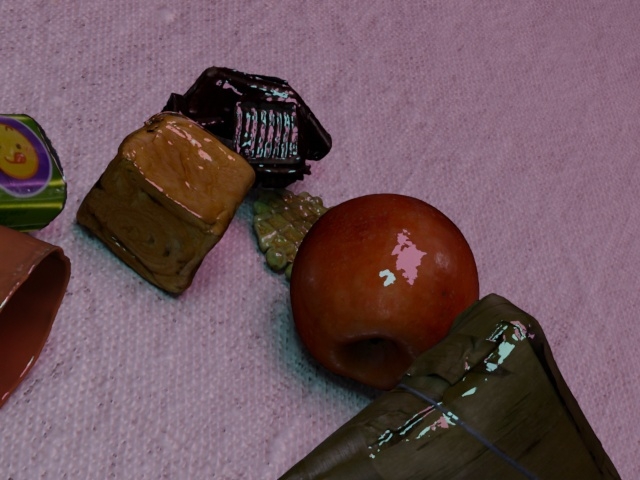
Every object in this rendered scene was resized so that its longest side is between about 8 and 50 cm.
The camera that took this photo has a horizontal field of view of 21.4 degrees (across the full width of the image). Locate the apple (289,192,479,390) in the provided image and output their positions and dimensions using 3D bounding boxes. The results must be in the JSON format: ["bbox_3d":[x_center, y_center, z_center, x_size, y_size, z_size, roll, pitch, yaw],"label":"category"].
[{"bbox_3d":[0.072,0.056,1.914,0.218,0.218,0.201,23,52,-16],"label":"apple"}]

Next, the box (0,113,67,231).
[{"bbox_3d":[-0.419,-0.070,1.716,0.345,0.097,0.134,-3,60,-53],"label":"box"}]

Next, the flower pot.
[{"bbox_3d":[-0.356,0.053,1.602,0.173,0.190,0.190,27,33,6],"label":"flower pot"}]

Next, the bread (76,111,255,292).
[{"bbox_3d":[-0.173,-0.046,1.898,0.158,0.149,0.143,34,37,0],"label":"bread"}]

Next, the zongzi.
[{"bbox_3d":[0.138,0.284,1.789,0.360,0.160,0.323,-35,105,-14],"label":"zongzi"}]

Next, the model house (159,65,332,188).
[{"bbox_3d":[-0.100,-0.124,2.075,0.203,0.141,0.164,9,44,10],"label":"model house"}]

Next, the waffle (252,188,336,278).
[{"bbox_3d":[0.000,0.000,2.082,0.183,0.036,0.169,17,36,-24],"label":"waffle"}]
